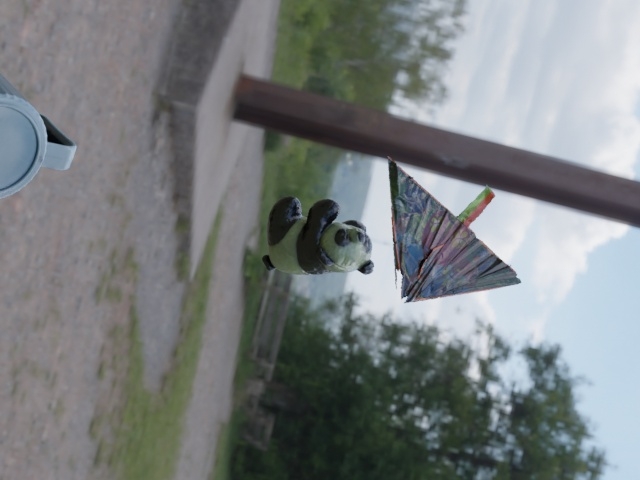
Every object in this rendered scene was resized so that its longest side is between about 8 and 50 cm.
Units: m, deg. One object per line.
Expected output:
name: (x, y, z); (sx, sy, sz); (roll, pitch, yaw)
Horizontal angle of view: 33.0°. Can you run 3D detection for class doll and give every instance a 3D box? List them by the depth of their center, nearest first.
doll: (-0.001, 0.000, 2.016); (0.143, 0.234, 0.135); (31, 67, -50)

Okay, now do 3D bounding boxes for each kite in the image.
kite: (0.148, -0.003, 1.320); (0.183, 0.241, 0.014); (-47, -166, -12)

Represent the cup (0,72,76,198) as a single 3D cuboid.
cup: (-0.735, -0.232, 2.323); (0.257, 0.311, 0.331); (-46, 135, -6)
